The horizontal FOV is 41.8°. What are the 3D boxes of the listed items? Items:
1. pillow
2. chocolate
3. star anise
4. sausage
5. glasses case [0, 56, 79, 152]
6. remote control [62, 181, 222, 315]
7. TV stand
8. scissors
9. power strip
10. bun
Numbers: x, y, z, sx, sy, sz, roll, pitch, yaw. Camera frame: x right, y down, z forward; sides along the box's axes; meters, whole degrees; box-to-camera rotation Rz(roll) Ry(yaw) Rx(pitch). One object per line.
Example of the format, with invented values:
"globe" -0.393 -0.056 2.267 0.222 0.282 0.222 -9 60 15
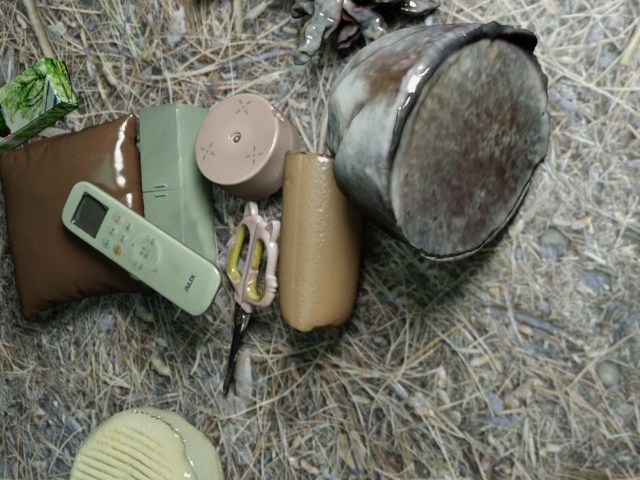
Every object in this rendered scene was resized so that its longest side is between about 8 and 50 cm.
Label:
"pillow" -0.415 -0.038 1.436 0.308 0.108 0.305 -11 87 26
"chocolate" 0.125 -0.143 1.081 0.213 0.303 0.303 27 103 43
"star anise" 0.030 -0.367 1.172 0.212 0.129 0.282 -25 94 23
"sausage" 0.000 0.000 1.210 0.123 0.123 0.252 6 93 28
"glasses case" -0.570 -0.232 1.543 0.272 0.062 0.095 -26 78 26
"remote control" -0.278 0.008 1.301 0.310 0.038 0.090 33 104 20
"TV stand" -0.230 -0.078 1.351 0.083 0.088 0.269 -5 88 28
"scissors" -0.119 0.101 1.308 0.160 0.024 0.317 38 121 51
"power strip" -0.113 -0.140 1.275 0.154 0.078 0.154 -9 70 25
"bun" -0.272 0.406 1.347 0.287 0.146 0.287 -8 72 25
